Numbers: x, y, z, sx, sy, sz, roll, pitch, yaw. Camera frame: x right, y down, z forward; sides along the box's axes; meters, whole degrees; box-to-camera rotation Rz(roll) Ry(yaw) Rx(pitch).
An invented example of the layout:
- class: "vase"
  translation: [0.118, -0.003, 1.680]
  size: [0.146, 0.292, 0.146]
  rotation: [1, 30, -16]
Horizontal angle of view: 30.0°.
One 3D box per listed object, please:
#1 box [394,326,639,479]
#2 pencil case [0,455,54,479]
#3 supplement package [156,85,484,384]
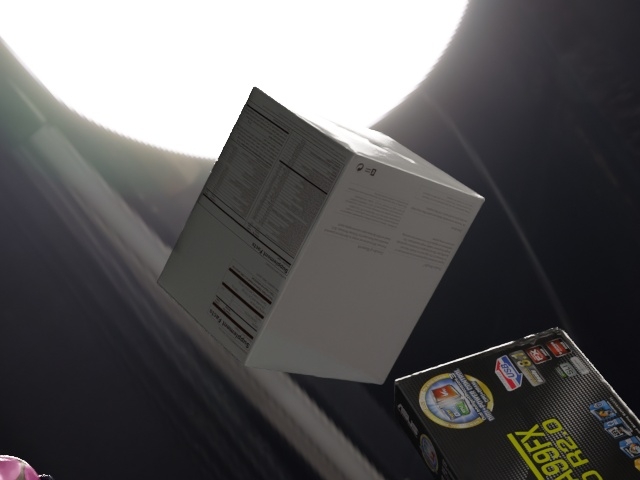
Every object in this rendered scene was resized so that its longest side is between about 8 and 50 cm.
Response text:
- class: "box"
  translation: [0.231, 0.225, 1.271]
  size: [0.216, 0.060, 0.270]
  rotation: [-15, -138, -17]
- class: "pencil case"
  translation: [-0.370, 0.323, 1.300]
  size: [0.098, 0.095, 0.209]
  rotation: [65, -161, -16]
- class: "supplement package"
  translation: [0.000, 0.000, 1.082]
  size: [0.194, 0.203, 0.149]
  rotation: [15, -163, -48]
